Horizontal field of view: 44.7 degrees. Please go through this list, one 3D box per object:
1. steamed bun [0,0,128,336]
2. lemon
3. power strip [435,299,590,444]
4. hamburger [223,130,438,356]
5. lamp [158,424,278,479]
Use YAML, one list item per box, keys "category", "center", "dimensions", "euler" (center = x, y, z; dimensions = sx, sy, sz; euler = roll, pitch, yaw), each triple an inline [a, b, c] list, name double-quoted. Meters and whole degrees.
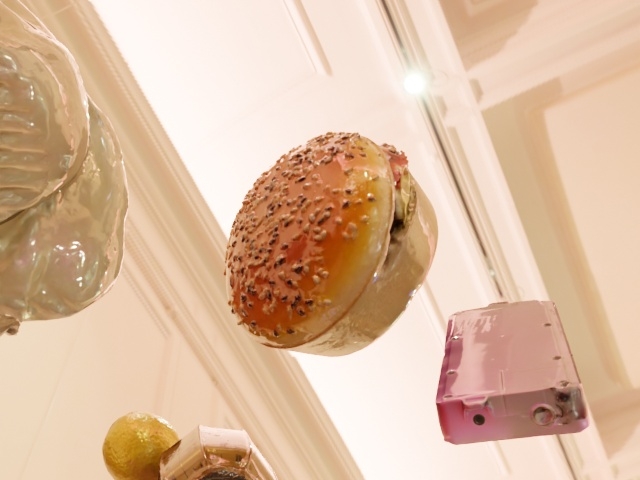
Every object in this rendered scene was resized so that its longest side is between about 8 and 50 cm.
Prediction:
- category: "steamed bun"
  center: [-0.324, -0.058, 0.592]
  dimensions: [0.339, 0.247, 0.352]
  euler: [-17, -57, -1]
- category: "lemon"
  center: [-0.253, 0.305, 1.114]
  dimensions: [0.109, 0.133, 0.109]
  euler: [-33, -36, -28]
- category: "power strip"
  center: [0.163, 0.105, 0.682]
  dimensions: [0.109, 0.279, 0.037]
  euler: [-10, -82, 13]
- category: "hamburger"
  center: [0.000, 0.000, 0.977]
  dimensions: [0.176, 0.300, 0.300]
  euler: [34, -70, -34]
- category: "lamp"
  center: [-0.132, 0.316, 0.971]
  dimensions: [0.161, 0.185, 0.161]
  euler: [0, -90, -11]
